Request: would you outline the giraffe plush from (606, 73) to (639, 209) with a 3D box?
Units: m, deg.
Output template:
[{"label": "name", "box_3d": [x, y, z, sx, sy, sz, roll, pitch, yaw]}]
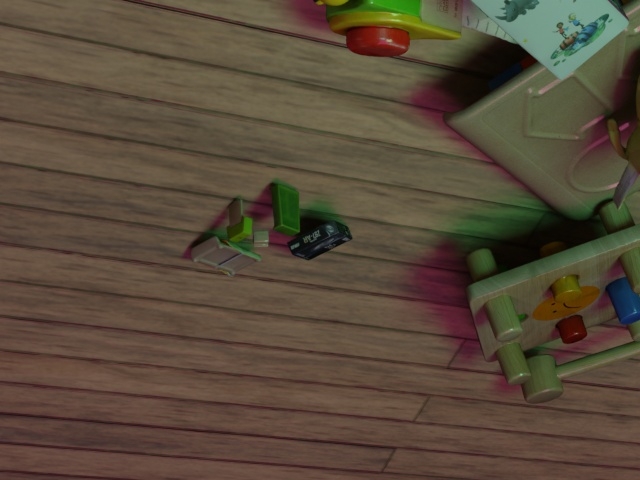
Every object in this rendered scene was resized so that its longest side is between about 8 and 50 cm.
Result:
[{"label": "giraffe plush", "box_3d": [0.443, -0.110, 1.553, 0.170, 0.181, 0.210, -8, 157, -20]}]

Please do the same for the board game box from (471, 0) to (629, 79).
[{"label": "board game box", "box_3d": [0.154, -0.327, 1.362, 0.097, 0.224, 0.303, -40, 131, 23]}]

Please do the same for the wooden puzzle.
[{"label": "wooden puzzle", "box_3d": [0.361, -0.174, 1.642, 0.348, 0.080, 0.322, -29, 144, 26]}]

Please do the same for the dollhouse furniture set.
[{"label": "dollhouse furniture set", "box_3d": [-0.093, -0.014, 1.738, 0.076, 0.058, 0.152, 20, 144, -40]}]

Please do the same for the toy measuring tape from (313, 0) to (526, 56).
[{"label": "toy measuring tape", "box_3d": [0.106, -0.250, 1.526, 0.330, 0.121, 0.121, 6, 134, -45]}]

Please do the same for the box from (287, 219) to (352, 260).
[{"label": "box", "box_3d": [0.000, 0.000, 1.751, 0.067, 0.018, 0.083, -26, 169, 9]}]

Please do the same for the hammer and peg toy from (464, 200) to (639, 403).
[{"label": "hammer and peg toy", "box_3d": [0.339, 0.090, 1.878, 0.266, 0.127, 0.361, -20, 154, 4]}]
